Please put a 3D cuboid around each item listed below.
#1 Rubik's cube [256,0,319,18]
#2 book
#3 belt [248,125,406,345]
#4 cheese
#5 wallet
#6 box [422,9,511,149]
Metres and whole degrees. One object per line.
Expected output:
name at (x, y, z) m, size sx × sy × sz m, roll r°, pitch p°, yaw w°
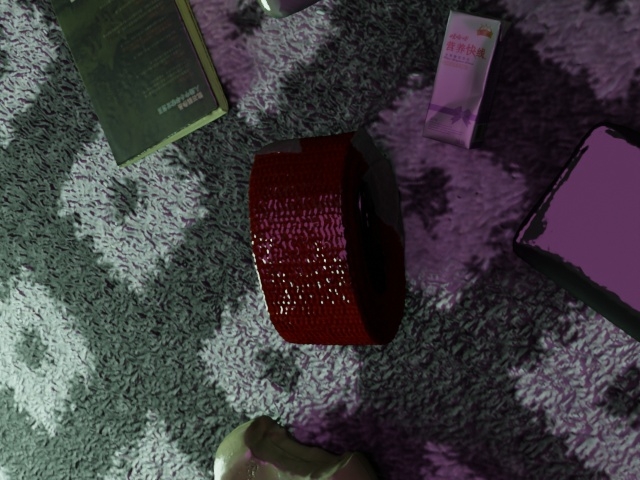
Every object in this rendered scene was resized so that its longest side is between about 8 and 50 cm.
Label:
Rubik's cube at (0.022, -0.392, 0.543) m, size 0.347 × 0.346 × 0.344 m, roll -27°, pitch 126°, yaw -5°
book at (-0.200, -0.211, 1.000) m, size 0.160 × 0.024 × 0.228 m, roll -23°, pitch 89°, yaw 30°
belt at (0.000, 0.000, 0.878) m, size 0.124 × 0.128 × 0.201 m, roll -4°, pitch 99°, yaw 27°
cheese at (0.022, 0.276, 0.951) m, size 0.286 × 0.082 × 0.163 m, roll 8°, pitch 104°, yaw 23°
wallet at (0.295, 0.020, 0.777) m, size 0.250 × 0.044 × 0.149 m, roll 36°, pitch 110°, yaw 17°
box at (0.129, -0.142, 0.834) m, size 0.051 × 0.036 × 0.117 m, roll 17°, pitch 107°, yaw 23°
